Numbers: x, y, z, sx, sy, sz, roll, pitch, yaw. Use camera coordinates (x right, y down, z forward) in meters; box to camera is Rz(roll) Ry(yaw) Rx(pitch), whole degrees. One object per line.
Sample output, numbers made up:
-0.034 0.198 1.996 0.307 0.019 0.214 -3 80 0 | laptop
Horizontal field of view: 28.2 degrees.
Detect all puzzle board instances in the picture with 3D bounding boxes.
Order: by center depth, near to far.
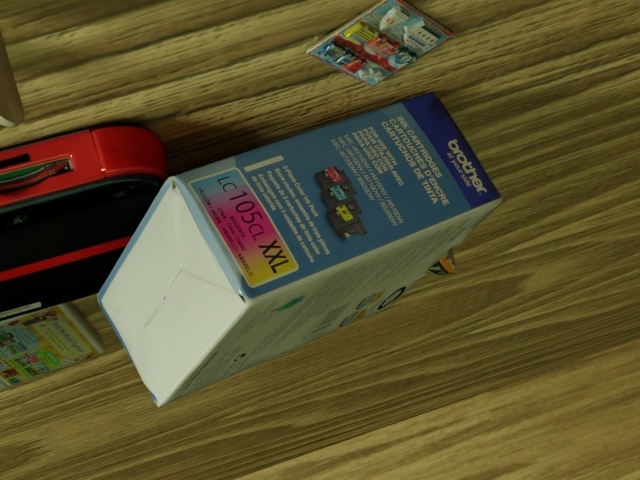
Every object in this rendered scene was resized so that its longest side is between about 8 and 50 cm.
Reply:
0.057 -0.180 1.169 0.096 0.011 0.128 -29 159 23 | puzzle board

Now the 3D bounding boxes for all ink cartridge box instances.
0.000 0.000 1.325 0.396 0.151 0.270 -19 163 -34 | ink cartridge box

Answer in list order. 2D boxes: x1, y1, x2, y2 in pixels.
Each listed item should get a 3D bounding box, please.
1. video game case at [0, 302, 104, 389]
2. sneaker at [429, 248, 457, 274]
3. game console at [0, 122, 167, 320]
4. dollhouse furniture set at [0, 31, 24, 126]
-0.383 0.131 1.527 0.206 0.026 0.227 -20 160 -3 | video game case
0.108 -0.003 1.597 0.083 0.084 0.215 -25 151 18 | sneaker
-0.338 0.013 1.235 0.387 0.060 0.342 -15 164 -13 | game console
-0.290 -0.087 0.895 0.151 0.123 0.144 -31 158 26 | dollhouse furniture set
